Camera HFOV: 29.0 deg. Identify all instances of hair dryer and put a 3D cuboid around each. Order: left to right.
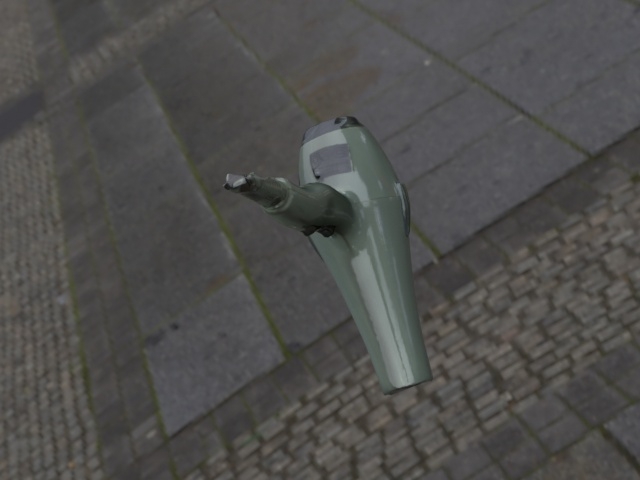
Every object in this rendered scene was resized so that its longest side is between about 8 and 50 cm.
[{"bbox_3d":[0.018,0.030,0.951,0.092,0.229,0.267,-20,8,22],"label":"hair dryer"}]
